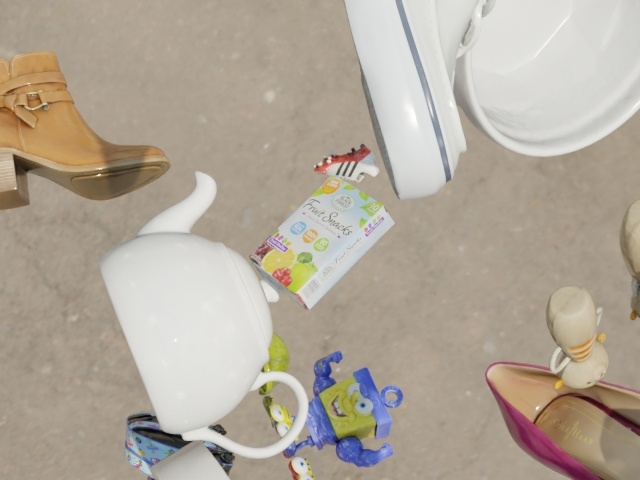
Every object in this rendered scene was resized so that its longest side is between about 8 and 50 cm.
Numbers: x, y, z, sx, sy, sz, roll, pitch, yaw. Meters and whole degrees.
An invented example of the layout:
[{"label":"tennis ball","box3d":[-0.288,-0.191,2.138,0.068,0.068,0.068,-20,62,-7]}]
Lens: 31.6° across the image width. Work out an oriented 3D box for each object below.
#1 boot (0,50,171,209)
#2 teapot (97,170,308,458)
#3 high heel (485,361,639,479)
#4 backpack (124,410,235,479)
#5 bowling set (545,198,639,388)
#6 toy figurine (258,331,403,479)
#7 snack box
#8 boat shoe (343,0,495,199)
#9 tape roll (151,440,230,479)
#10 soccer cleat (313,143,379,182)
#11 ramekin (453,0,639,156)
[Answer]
[{"label":"boot","box3d":[-0.367,-0.167,1.629,0.284,0.109,0.220,-10,69,-1]},{"label":"teapot","box3d":[-0.135,0.096,1.324,0.187,0.256,0.252,-20,38,-11]},{"label":"high heel","box3d":[0.288,0.188,1.044,0.181,0.377,0.127,39,72,-11]},{"label":"backpack","box3d":[-0.238,0.345,1.807,0.173,0.158,0.116,20,95,-14]},{"label":"bowling set","box3d":[0.338,0.047,0.954,0.200,0.154,0.287,34,71,35]},{"label":"toy figurine","box3d":[0.026,0.279,1.881,0.217,0.191,0.362,-20,55,-7]},{"label":"snack box","box3d":[0.000,0.000,1.279,0.141,0.100,0.037,-44,134,-10]},{"label":"boat shoe","box3d":[0.044,-0.127,0.496,0.076,0.083,0.226,-12,66,5]},{"label":"tape roll","box3d":[-0.082,0.422,1.364,0.072,0.392,0.392,-29,84,-14]},{"label":"soccer cleat","box3d":[0.025,-0.073,1.143,0.029,0.083,0.035,-45,111,-37]},{"label":"ramekin","box3d":[0.157,-0.174,0.805,0.207,0.207,0.109,0,28,-33]}]
